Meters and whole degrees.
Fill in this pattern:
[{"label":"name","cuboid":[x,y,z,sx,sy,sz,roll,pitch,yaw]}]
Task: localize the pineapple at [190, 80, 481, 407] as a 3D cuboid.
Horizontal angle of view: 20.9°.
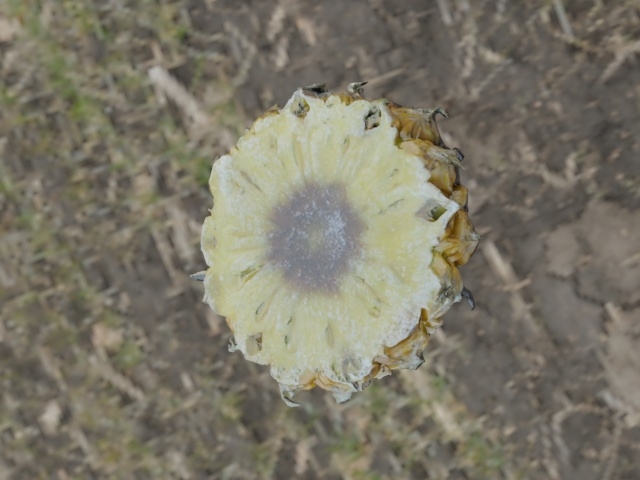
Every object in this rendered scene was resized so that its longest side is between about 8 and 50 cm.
[{"label":"pineapple","cuboid":[0.000,0.000,1.078,0.221,0.047,0.221,-3,85,33]}]
